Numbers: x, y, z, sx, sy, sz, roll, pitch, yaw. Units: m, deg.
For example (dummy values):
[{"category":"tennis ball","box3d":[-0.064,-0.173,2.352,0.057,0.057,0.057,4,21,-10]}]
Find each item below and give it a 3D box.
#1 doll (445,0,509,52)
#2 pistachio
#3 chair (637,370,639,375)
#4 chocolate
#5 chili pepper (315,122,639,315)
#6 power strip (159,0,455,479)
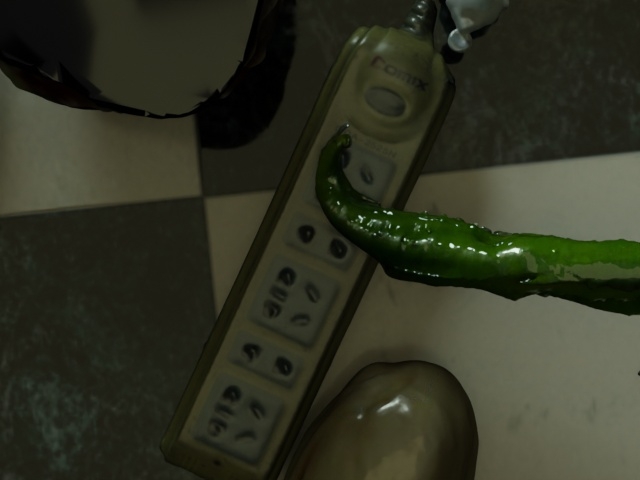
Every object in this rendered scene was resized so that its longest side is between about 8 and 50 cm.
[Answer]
[{"category":"doll","box3d":[0.140,-0.240,1.063,0.114,0.057,0.227,29,82,-6]},{"category":"pistachio","box3d":[0.036,0.190,1.040,0.135,0.136,0.226,19,97,1]},{"category":"chair","box3d":[0.339,0.046,1.049,0.095,0.104,0.221,31,97,-27]},{"category":"chocolate","box3d":[-0.131,-0.232,0.992,0.225,0.210,0.340,-13,86,5]},{"category":"chili pepper","box3d":[0.162,0.009,0.980,0.359,0.076,0.085,15,128,8]},{"category":"power strip","box3d":[0.000,0.000,1.063,0.092,0.066,0.388,24,91,-2]}]
